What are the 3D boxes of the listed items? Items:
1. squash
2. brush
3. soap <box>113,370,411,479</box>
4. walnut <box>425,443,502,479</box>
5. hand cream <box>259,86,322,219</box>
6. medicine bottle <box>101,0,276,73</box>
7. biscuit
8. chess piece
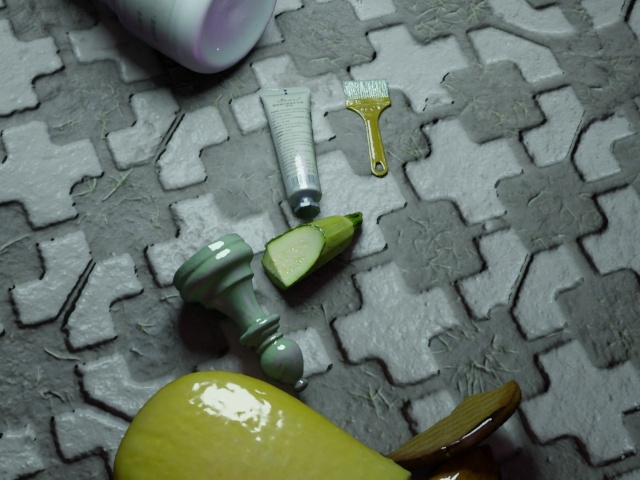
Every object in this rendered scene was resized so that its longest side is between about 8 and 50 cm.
[{"bbox_3d":[-0.001,-0.002,2.058,0.200,0.075,0.090,-33,43,-21],"label":"squash"},{"bbox_3d":[0.094,-0.203,2.209,0.083,0.011,0.205,-4,63,-8],"label":"brush"},{"bbox_3d":[-0.098,0.370,1.831,0.427,0.115,0.306,29,68,11],"label":"soap"},{"bbox_3d":[0.210,0.388,1.854,0.115,0.116,0.207,27,55,10],"label":"walnut"},{"bbox_3d":[-0.044,-0.161,2.155,0.095,0.059,0.276,-6,58,-6],"label":"hand cream"},{"bbox_3d":[-0.263,-0.471,2.187,0.325,0.256,0.256,33,64,24],"label":"medicine bottle"},{"bbox_3d":[0.205,0.295,1.902,0.228,0.176,0.031,-27,98,18],"label":"biscuit"},{"bbox_3d":[-0.108,0.131,1.967,0.139,0.139,0.272,-34,82,-20],"label":"chess piece"}]
